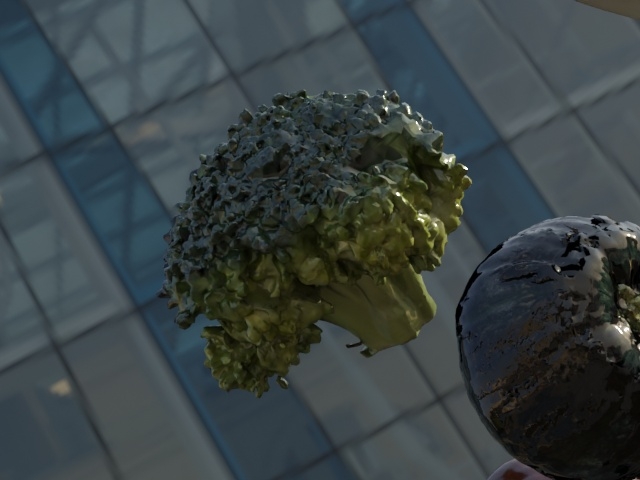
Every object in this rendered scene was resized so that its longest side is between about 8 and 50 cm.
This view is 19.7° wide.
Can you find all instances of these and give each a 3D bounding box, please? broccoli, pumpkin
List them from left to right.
[{"bbox_3d":[0.009,-0.007,1.930,0.348,0.281,0.293,-26,27,19],"label":"broccoli"},{"bbox_3d":[0.216,0.089,1.515,0.233,0.233,0.163,-13,-22,-41],"label":"pumpkin"}]

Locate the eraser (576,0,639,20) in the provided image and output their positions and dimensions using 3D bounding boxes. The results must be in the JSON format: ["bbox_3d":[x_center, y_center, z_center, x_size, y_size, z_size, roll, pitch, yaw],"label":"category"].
[{"bbox_3d":[0.283,-0.300,1.464,0.124,0.279,0.081,16,-30,0],"label":"eraser"}]

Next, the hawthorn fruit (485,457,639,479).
[{"bbox_3d":[0.274,0.303,1.844,0.248,0.208,0.208,-9,-26,-11],"label":"hawthorn fruit"}]
